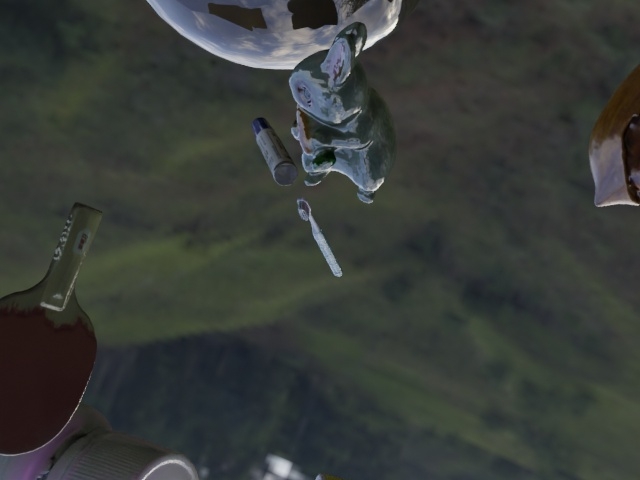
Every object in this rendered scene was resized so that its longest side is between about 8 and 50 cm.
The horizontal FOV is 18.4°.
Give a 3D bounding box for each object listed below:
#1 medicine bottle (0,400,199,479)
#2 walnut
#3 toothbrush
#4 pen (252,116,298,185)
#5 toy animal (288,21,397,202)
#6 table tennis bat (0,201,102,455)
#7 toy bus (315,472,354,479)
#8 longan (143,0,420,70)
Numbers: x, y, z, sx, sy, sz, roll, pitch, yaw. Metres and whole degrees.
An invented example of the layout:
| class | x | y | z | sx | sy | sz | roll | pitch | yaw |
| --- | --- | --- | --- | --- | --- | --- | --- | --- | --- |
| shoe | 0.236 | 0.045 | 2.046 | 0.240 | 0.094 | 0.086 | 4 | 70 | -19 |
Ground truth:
| class | x | y | z | sx | sy | sz | roll | pitch | yaw |
| --- | --- | --- | --- | --- | --- | --- | --- | --- | --- |
| medicine bottle | -0.311 | 0.295 | 2.231 | 0.302 | 0.241 | 0.241 | 14 | -170 | 26 |
| walnut | 0.329 | -0.112 | 1.893 | 0.116 | 0.207 | 0.116 | 42 | 174 | 6 |
| toothbrush | 0.000 | 0.000 | 1.972 | 0.011 | 0.014 | 0.167 | -2 | 154 | 14 |
| pen | -0.048 | -0.092 | 1.988 | 0.025 | 0.025 | 0.204 | 18 | -167 | -14 |
| toy animal | 0.019 | -0.156 | 2.179 | 0.108 | 0.236 | 0.138 | 10 | -134 | 23 |
| table tennis bat | -0.247 | 0.079 | 1.745 | 0.131 | 0.234 | 0.022 | 19 | -177 | -38 |
| toy bus | 0.034 | 0.295 | 1.780 | 0.074 | 0.081 | 0.226 | 20 | -160 | -18 |
| longan | -0.058 | -0.374 | 2.366 | 0.404 | 0.336 | 0.404 | 13 | -167 | -3 |
